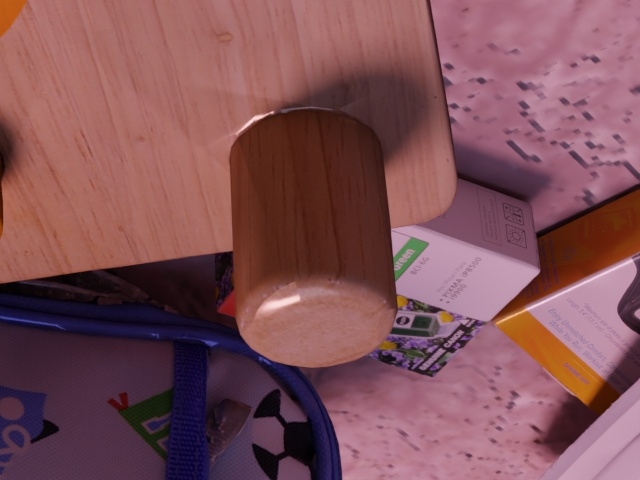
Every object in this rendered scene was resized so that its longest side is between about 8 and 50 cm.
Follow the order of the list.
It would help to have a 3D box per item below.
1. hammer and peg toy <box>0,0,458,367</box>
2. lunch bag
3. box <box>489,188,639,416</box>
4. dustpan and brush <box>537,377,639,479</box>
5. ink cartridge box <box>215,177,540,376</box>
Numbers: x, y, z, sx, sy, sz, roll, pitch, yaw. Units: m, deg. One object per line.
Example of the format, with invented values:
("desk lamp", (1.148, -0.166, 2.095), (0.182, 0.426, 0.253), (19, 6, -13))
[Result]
("hammer and peg toy", (-0.123, -0.101, 0.366), (0.266, 0.127, 0.361), (-8, 143, 7))
("lunch bag", (-0.104, 0.149, 0.551), (0.243, 0.303, 0.115), (10, 152, -14))
("box", (0.129, 0.008, 0.599), (0.136, 0.028, 0.081), (-28, 134, 24))
("dustpan and brush", (0.188, 0.077, 0.649), (0.211, 0.060, 0.147), (-8, 157, -18))
("ink cartridge box", (0.000, 0.000, 0.578), (0.115, 0.029, 0.063), (18, 136, -24))
